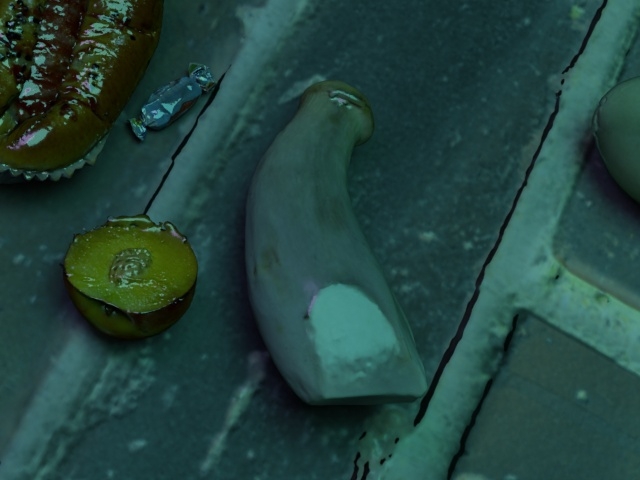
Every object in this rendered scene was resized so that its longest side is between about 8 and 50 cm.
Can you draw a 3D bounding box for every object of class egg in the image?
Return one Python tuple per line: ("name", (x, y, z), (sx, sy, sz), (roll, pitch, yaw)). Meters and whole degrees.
("egg", (0.288, -0.075, 1.507), (0.152, 0.114, 0.114), (23, 61, -7))

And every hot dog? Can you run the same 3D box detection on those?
("hot dog", (-0.190, -0.155, 1.377), (0.144, 0.075, 0.268), (21, 60, -11))

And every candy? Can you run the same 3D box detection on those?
("candy", (-0.112, -0.106, 1.416), (0.083, 0.020, 0.030), (-37, 84, -29))

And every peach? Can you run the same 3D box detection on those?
("peach", (-0.134, 0.030, 1.325), (0.098, 0.061, 0.098), (8, 43, -8))

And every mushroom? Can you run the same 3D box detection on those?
("mushroom", (0.000, 0.000, 1.370), (0.118, 0.103, 0.270), (1, 61, -21))
